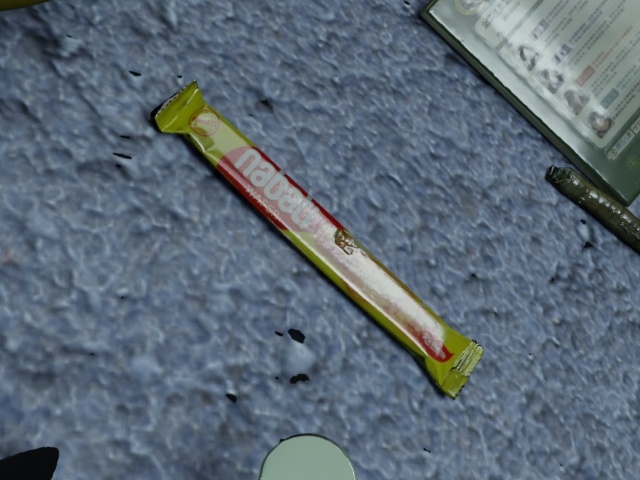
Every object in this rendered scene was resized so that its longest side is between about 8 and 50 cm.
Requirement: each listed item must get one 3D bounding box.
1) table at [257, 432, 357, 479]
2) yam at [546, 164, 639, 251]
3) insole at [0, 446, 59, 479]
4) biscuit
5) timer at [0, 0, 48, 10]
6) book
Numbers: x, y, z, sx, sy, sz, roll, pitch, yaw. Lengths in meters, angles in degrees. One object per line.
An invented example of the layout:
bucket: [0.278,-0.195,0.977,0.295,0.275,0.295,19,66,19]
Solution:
table: [-0.005,0.213,0.444,0.166,0.166,0.198,-30,76,-40]
yam: [0.260,-0.026,0.823,0.129,0.027,0.033,34,50,-12]
insole: [-0.197,0.152,0.368,0.005,0.086,0.253,35,31,14]
biscuit: [0.000,0.000,0.642,0.292,0.026,0.048,43,69,-6]
timer: [-0.234,-0.311,0.483,0.387,0.376,0.376,36,47,19]
book: [0.253,-0.192,0.836,0.264,0.027,0.202,42,88,-7]
